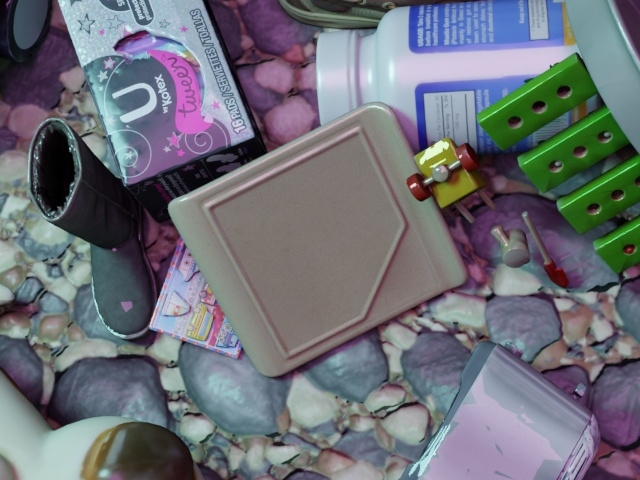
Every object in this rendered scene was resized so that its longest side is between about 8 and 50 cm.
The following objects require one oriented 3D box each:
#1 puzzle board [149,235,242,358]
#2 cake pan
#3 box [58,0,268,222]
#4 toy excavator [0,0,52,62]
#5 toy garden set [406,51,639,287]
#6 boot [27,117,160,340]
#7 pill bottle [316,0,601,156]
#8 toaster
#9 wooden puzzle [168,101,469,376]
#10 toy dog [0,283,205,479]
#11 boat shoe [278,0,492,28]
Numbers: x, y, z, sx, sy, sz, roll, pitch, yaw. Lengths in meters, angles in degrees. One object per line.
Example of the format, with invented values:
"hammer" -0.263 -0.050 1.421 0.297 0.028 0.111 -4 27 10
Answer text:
"puzzle board" -0.110 0.045 1.526 0.096 0.011 0.128 19 81 -5
"cake pan" 0.321 -0.166 1.405 0.054 0.293 0.293 -29 74 30
"box" -0.161 -0.167 1.511 0.142 0.163 0.247 -22 76 1
"toy excavator" -0.463 -0.142 1.498 0.222 0.433 0.445 18 53 10
"toy garden set" 0.222 -0.054 1.429 0.204 0.244 0.049 -32 35 22
"boot" -0.220 -0.006 1.461 0.076 0.208 0.189 -14 78 1
"pill bottle" 0.137 -0.160 1.477 0.272 0.152 0.152 -2 78 7
"toaster" 0.164 0.217 1.408 0.146 0.129 0.227 30 82 10
"wooden puzzle" 0.000 0.000 1.468 0.239 0.044 0.221 -25 115 4
"toy dog" -0.306 0.244 1.419 0.408 0.284 0.395 17 45 12
"boat shoe" 0.114 -0.280 1.519 0.342 0.123 0.123 4 79 8
